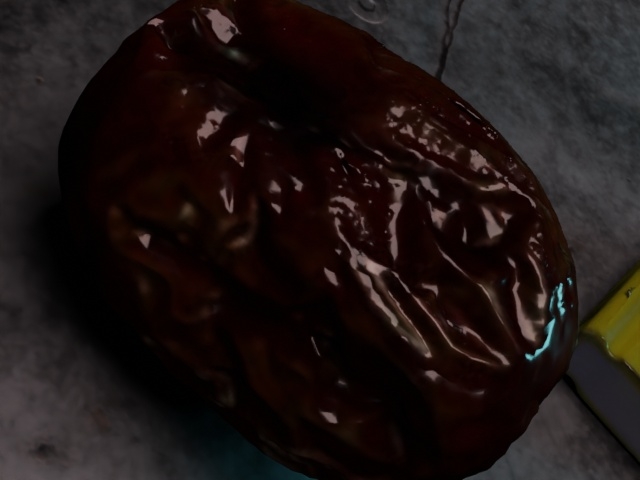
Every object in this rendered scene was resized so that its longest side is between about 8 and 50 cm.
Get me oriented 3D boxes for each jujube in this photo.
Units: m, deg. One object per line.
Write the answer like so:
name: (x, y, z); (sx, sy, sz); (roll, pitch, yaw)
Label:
jujube: (0.002, 0.000, 1.083); (0.377, 0.276, 0.276); (43, 45, 4)

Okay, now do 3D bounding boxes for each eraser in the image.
eraser: (0.315, 0.096, 1.361); (0.158, 0.069, 0.226); (50, 45, 2)
